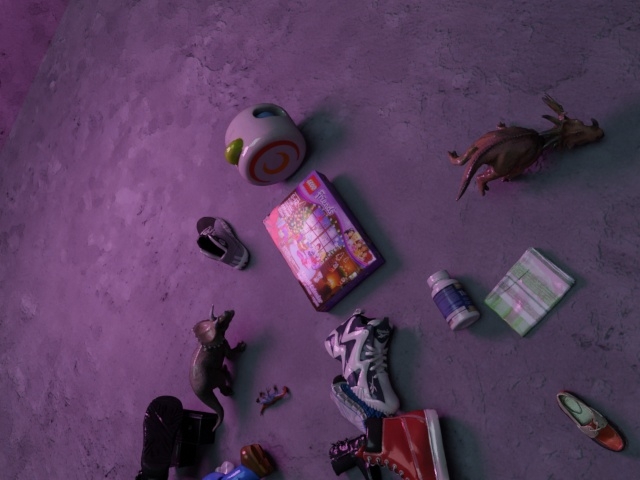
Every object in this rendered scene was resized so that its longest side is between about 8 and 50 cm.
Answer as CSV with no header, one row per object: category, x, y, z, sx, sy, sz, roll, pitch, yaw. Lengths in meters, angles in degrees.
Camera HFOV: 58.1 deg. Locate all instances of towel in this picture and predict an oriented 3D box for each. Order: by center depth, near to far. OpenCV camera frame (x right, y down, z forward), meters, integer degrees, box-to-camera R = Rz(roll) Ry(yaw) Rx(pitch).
towel,0.411,0.101,1.147,0.152,0.023,0.113,-52,55,13

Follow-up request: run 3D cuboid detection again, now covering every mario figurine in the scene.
mario figurine,-0.281,0.582,1.354,0.320,0.198,0.170,-36,36,-7

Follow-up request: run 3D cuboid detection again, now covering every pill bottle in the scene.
pill bottle,0.275,0.123,1.207,0.067,0.067,0.120,-40,60,20

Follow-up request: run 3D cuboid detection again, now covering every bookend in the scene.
bookend,-0.353,0.533,1.530,0.156,0.072,0.157,-3,77,33

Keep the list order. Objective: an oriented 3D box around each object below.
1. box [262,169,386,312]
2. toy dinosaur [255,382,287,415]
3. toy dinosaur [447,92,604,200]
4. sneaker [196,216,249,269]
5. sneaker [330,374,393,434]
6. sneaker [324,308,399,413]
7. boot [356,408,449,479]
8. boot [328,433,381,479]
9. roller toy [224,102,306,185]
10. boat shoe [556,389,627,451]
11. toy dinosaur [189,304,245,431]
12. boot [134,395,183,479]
box,0.000,0.000,1.420,0.201,0.057,0.293,-43,63,18
toy dinosaur,-0.117,0.390,1.439,0.082,0.047,0.090,-4,109,25
toy dinosaur,0.379,-0.186,1.123,0.127,0.295,0.200,64,157,2
sneaker,-0.303,-0.011,1.596,0.228,0.132,0.086,38,100,34
sneaker,0.093,0.386,1.276,0.191,0.071,0.083,46,144,22
sneaker,0.121,0.248,1.263,0.153,0.094,0.235,-56,44,20
boot,0.166,0.469,1.144,0.176,0.088,0.244,-10,63,4
boot,0.073,0.491,1.266,0.099,0.045,0.121,-30,56,22
roller toy,-0.146,-0.253,1.516,0.191,0.209,0.146,-36,59,7
boat shoe,0.482,0.322,1.030,0.049,0.043,0.137,-51,57,11
toy dinosaur,-0.285,0.322,1.482,0.121,0.160,0.314,9,83,36
boot,-0.419,0.547,1.457,0.246,0.094,0.207,-101,27,-58
